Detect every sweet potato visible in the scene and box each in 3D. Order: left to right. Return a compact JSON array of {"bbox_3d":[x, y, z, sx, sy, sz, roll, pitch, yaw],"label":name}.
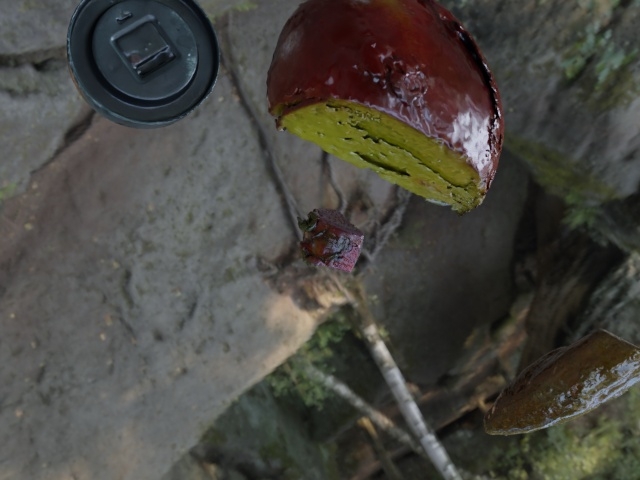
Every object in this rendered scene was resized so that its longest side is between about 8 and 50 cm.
[{"bbox_3d":[0.316,0.188,1.123,0.251,0.097,0.097,-37,158,30],"label":"sweet potato"}]

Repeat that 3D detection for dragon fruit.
[{"bbox_3d":[0.000,0.000,1.463,0.096,0.102,0.147,6,-172,-23],"label":"dragon fruit"}]

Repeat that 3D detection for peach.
[{"bbox_3d":[0.052,-0.093,0.542,0.127,0.172,0.092,-47,-178,-35],"label":"peach"}]

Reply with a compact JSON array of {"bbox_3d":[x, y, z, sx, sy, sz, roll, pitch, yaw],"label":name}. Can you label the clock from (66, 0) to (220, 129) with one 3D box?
[{"bbox_3d":[-0.324,-0.340,1.572,0.280,0.281,0.055,-21,180,-22],"label":"clock"}]
